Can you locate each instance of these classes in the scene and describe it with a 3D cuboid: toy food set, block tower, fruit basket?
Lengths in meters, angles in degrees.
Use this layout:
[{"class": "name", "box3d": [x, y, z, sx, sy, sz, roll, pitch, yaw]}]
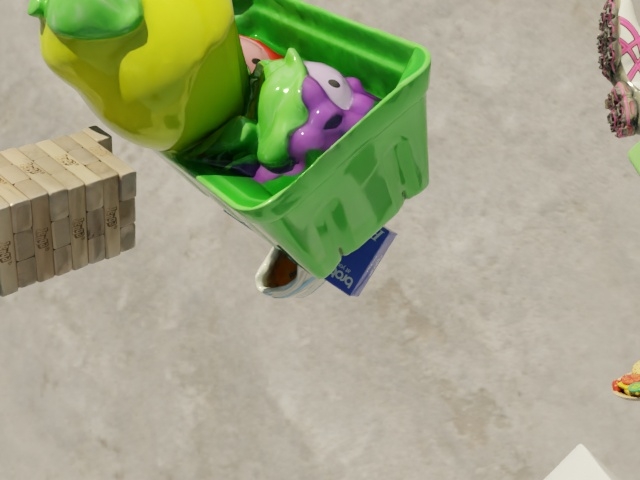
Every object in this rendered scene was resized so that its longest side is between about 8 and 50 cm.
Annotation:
[{"class": "toy food set", "box3d": [0.399, 0.171, 1.085, 0.082, 0.083, 0.020, -160, 50, -74]}, {"class": "block tower", "box3d": [-0.306, -0.002, 0.732, 0.097, 0.335, 0.091, 34, 132, 33]}, {"class": "fruit basket", "box3d": [-0.099, -0.170, 0.905, 0.283, 0.392, 0.392, -41, 56, -14]}]

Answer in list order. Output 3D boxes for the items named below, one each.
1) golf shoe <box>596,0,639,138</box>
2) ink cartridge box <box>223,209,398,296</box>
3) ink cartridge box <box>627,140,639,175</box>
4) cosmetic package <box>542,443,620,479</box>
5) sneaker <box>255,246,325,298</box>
[{"class": "golf shoe", "box3d": [0.401, -0.223, 1.123, 0.085, 0.067, 0.186, -7, 84, 1]}, {"class": "ink cartridge box", "box3d": [-0.015, -0.023, 1.136, 0.207, 0.046, 0.097, 34, 96, 17]}, {"class": "ink cartridge box", "box3d": [0.404, -0.075, 0.666, 0.273, 0.114, 0.198, -51, 49, 41]}, {"class": "cosmetic package", "box3d": [0.275, 0.378, 0.921, 0.138, 0.224, 0.224, 43, 97, -14]}, {"class": "sneaker", "box3d": [0.000, 0.000, 1.232, 0.087, 0.092, 0.229, 49, 114, 22]}]
